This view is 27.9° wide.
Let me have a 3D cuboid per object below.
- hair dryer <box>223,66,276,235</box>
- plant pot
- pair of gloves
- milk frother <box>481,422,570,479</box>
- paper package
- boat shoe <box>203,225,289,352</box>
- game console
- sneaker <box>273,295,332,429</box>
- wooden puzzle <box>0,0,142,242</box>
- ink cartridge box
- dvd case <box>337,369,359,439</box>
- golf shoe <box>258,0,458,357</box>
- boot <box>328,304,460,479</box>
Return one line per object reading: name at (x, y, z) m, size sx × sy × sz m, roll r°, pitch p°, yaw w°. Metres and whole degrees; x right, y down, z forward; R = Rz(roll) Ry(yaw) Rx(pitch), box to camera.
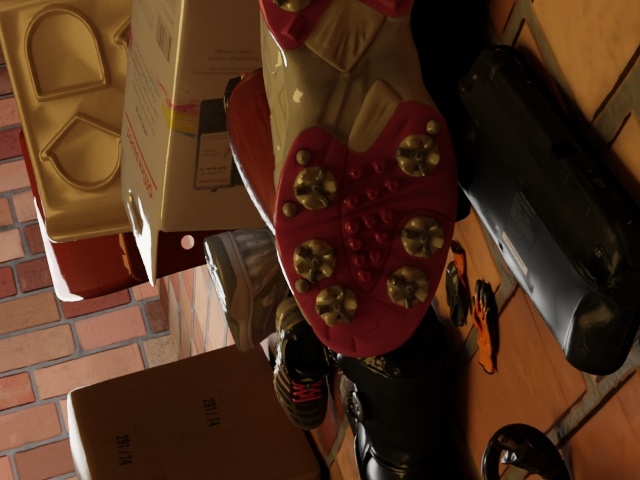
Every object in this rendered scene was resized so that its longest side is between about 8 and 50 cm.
hair dryer at (-0.006, -0.032, 1.021) m, size 0.293 × 0.080 × 0.224 m, roll -101°, pitch -14°, yaw -79°
plant pot at (-0.249, -0.060, 1.859) m, size 0.235 × 0.267 × 0.267 m, roll 10°, pitch 114°, yaw 62°
pair of gloves at (0.107, 0.048, 0.933) m, size 0.083 × 0.010 × 0.074 m, roll -120°, pitch 20°, yaw -53°
milk frother at (0.138, 0.165, 0.751) m, size 0.134 × 0.129 × 0.143 m, roll -12°, pitch 59°, yaw 44°
paper package at (-0.174, 0.319, 1.775) m, size 0.325 × 0.309 × 0.168 m, roll -123°, pitch 22°, yaw -53°
boat shoe at (-0.074, 0.053, 1.546) m, size 0.320 × 0.103 × 0.118 m, roll 89°, pitch 161°, yaw -72°
game console at (0.100, -0.060, 0.778) m, size 0.361 × 0.043 × 0.213 m, roll -115°, pitch 16°, yaw -46°
sneaker at (-0.019, 0.151, 1.476) m, size 0.075 × 0.063 × 0.170 m, roll -116°, pitch 21°, yaw -64°
wooden puzzle at (-0.234, -0.190, 1.627) m, size 0.080 × 0.322 × 0.348 m, roll -25°, pitch -74°, yaw -67°
ink cartridge box at (-0.123, -0.149, 1.325) m, size 0.207 × 0.119 × 0.354 m, roll -119°, pitch 33°, yaw -51°
dvd case at (0.064, 0.204, 1.274) m, size 0.164 × 0.018 × 0.221 m, roll 98°, pitch 156°, yaw -56°
golf shoe at (0.019, -0.083, 0.809) m, size 0.140 × 0.115 × 0.306 m, roll -108°, pitch 14°, yaw -80°
boot at (0.072, 0.171, 1.024) m, size 0.246 × 0.094 × 0.207 m, roll -109°, pitch 8°, yaw -49°
